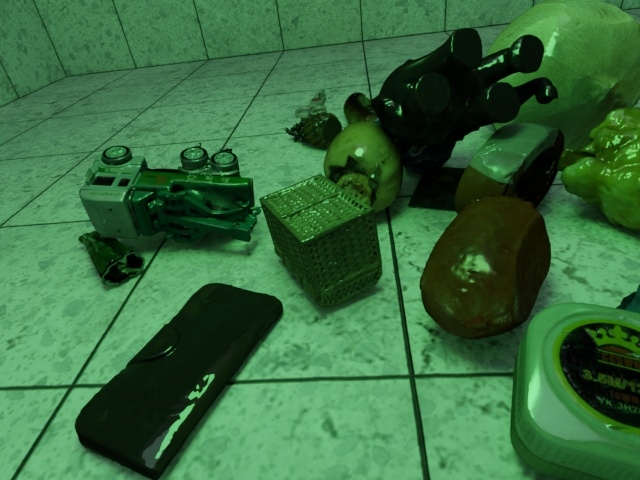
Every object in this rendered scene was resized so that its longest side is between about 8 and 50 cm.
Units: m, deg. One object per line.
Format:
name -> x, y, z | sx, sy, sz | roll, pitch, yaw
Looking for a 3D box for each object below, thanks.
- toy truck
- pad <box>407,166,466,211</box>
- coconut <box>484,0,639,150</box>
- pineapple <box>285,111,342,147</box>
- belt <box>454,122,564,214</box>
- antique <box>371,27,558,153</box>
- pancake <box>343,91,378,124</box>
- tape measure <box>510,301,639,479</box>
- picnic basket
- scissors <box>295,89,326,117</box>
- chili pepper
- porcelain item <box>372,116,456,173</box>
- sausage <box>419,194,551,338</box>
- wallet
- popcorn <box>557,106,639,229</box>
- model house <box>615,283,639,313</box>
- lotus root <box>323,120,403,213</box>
toy truck -> -0.302, -0.087, 0.882 | 0.363, 0.177, 0.178 | 6, 44, 2
pad -> 0.296, -0.125, 0.985 | 0.142, 0.003, 0.211 | 8, 37, 21
coconut -> 0.568, -0.380, 1.009 | 0.345, 0.347, 0.360 | -3, 33, 8
pineapple -> -0.027, -0.334, 1.287 | 0.197, 0.108, 0.108 | 10, 36, 46
belt -> 0.372, -0.128, 0.812 | 0.261, 0.184, 0.105 | -30, 41, -30
antique -> 0.258, -0.283, 0.832 | 0.322, 0.185, 0.255 | -4, -2, -16
pancake -> 0.237, -0.421, 1.376 | 0.304, 0.067, 0.427 | -10, 32, -6
tape measure -> 0.336, 0.173, 0.451 | 0.235, 0.115, 0.207 | 10, 44, 19
picnic basket -> 0.000, 0.000, 0.732 | 0.134, 0.154, 0.196 | -26, 34, -16
scissors -> -0.017, -0.523, 1.607 | 0.118, 0.031, 0.242 | 2, 39, 14
chili pepper -> -0.459, 0.023, 0.880 | 0.226, 0.059, 0.088 | 22, 38, 39
porcelain item -> 0.209, -0.262, 1.088 | 0.186, 0.138, 0.288 | -23, 34, -9
sausage -> 0.245, 0.036, 0.626 | 0.141, 0.153, 0.268 | -8, 27, 42
wallet -> -0.194, 0.174, 0.618 | 0.165, 0.042, 0.309 | 11, 39, 23
popcorn -> 0.576, -0.117, 0.765 | 0.265, 0.192, 0.233 | 6, 66, 14
model house -> 0.536, 0.010, 0.491 | 0.215, 0.303, 0.237 | -36, 43, -25
lotus root -> 0.102, -0.180, 0.949 | 0.182, 0.183, 0.310 | 0, 34, 12
